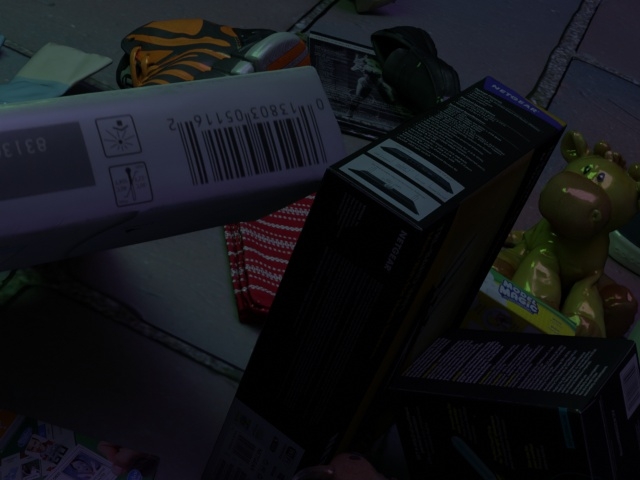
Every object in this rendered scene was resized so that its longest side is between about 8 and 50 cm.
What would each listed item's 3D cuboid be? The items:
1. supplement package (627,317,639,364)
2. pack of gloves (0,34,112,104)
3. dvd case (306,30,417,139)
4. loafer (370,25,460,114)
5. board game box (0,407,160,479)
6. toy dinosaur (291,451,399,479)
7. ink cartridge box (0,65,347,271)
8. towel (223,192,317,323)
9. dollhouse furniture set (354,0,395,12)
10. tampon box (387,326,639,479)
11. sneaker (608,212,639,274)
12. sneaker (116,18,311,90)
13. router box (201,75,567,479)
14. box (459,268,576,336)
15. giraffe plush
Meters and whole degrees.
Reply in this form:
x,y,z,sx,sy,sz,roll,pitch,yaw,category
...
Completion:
x,y,z,sx,sy,sz,roll,pitch,yaw,category
0.426,0.141,1.129,0.263,0.198,0.199,21,34,0,supplement package
-0.355,-0.158,1.296,0.195,0.046,0.232,15,29,13,pack of gloves
0.061,-0.187,1.566,0.164,0.018,0.221,14,34,-10,dvd case
0.114,-0.199,1.532,0.078,0.076,0.223,4,32,-16,loafer
-0.243,0.225,0.787,0.213,0.046,0.317,18,34,-2,board game box
0.060,0.228,0.768,0.200,0.127,0.295,33,-7,-1,toy dinosaur
-0.209,-0.010,0.921,0.308,0.385,0.091,-13,82,-35,ink cartridge box
0.000,0.000,1.255,0.199,0.031,0.275,9,35,-18,towel
-0.003,-0.391,1.756,0.184,0.129,0.129,-20,47,-13,dollhouse furniture set
0.153,0.144,0.944,0.161,0.120,0.101,2,26,38,tampon box
0.491,0.018,1.386,0.350,0.148,0.131,28,34,10,sneaker
-0.169,-0.129,1.288,0.180,0.124,0.321,18,40,35,sneaker
0.048,0.047,0.959,0.081,0.309,0.243,35,37,17,router box
0.125,0.069,1.123,0.179,0.105,0.043,32,38,-7,box
0.264,-0.008,1.280,0.181,0.170,0.210,26,33,8,giraffe plush
